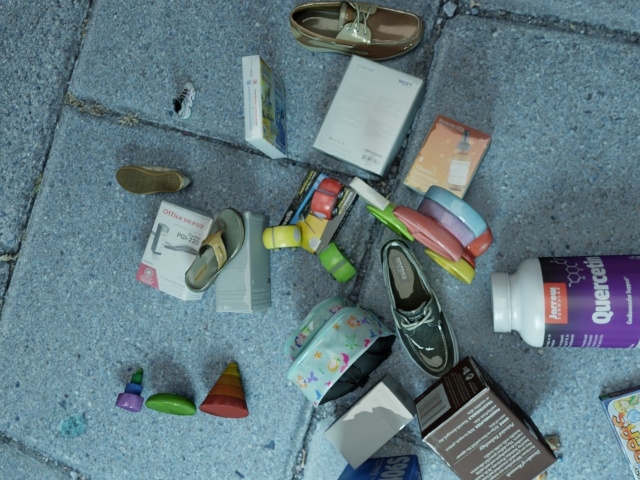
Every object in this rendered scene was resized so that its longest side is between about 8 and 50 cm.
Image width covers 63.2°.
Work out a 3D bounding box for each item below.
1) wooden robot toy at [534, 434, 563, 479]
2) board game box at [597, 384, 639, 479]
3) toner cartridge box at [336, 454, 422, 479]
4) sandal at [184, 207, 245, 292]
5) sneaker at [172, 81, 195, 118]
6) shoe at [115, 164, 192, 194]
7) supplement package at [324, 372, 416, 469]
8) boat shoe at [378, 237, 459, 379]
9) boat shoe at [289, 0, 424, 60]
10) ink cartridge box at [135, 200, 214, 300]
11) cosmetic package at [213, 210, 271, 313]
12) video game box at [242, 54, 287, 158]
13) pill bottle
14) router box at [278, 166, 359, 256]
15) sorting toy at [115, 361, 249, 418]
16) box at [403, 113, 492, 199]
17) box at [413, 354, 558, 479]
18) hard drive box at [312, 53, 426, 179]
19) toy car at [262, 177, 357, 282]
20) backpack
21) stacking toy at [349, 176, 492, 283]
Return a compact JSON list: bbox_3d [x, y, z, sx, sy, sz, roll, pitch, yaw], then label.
[{"bbox_3d":[0.438,0.476,1.086,0.173,0.079,0.076,-44,77,9],"label":"wooden robot toy"},{"bbox_3d":[0.672,0.396,1.047,0.136,0.035,0.201,-23,81,13],"label":"board game box"},{"bbox_3d":[0.103,0.526,1.038,0.165,0.348,0.075,-13,83,14],"label":"toner cartridge box"},{"bbox_3d":[-0.248,0.025,1.182,0.090,0.060,0.219,41,101,16],"label":"sandal"},{"bbox_3d":[-0.360,-0.372,1.356,0.038,0.069,0.098,6,89,15],"label":"sneaker"},{"bbox_3d":[-0.443,-0.161,1.382,0.219,0.058,0.076,7,109,20],"label":"shoe"},{"bbox_3d":[0.115,0.401,1.167,0.179,0.105,0.105,-45,77,9],"label":"supplement package"},{"bbox_3d":[0.203,0.154,1.146,0.121,0.119,0.335,-26,82,13],"label":"boat shoe"},{"bbox_3d":[0.077,-0.497,1.215,0.325,0.116,0.123,5,89,16],"label":"boat shoe"},{"bbox_3d":[-0.352,0.024,1.324,0.159,0.092,0.217,20,91,15],"label":"ink cartridge box"},{"bbox_3d":[-0.187,0.051,1.259,0.107,0.127,0.237,0,89,18],"label":"cosmetic package"},{"bbox_3d":[-0.127,-0.304,1.219,0.048,0.205,0.187,-6,86,11],"label":"video game box"},{"bbox_3d":[0.509,0.121,1.030,0.323,0.181,0.181,-3,87,15],"label":"pill bottle"},{"bbox_3d":[-0.007,-0.067,1.254,0.133,0.046,0.178,30,96,14],"label":"router box"},{"bbox_3d":[-0.343,0.370,1.317,0.366,0.127,0.126,-4,57,18],"label":"sorting toy"},{"bbox_3d":[0.282,-0.170,1.155,0.130,0.091,0.170,27,95,15],"label":"box"},{"bbox_3d":[0.322,0.380,1.054,0.167,0.168,0.203,-43,95,9],"label":"box"},{"bbox_3d":[0.114,-0.284,1.209,0.181,0.089,0.232,26,95,15],"label":"hard drive box"},{"bbox_3d":[0.000,0.000,1.198,0.239,0.053,0.225,-39,80,10],"label":"toy car"},{"bbox_3d":[0.035,0.237,1.120,0.191,0.253,0.225,42,99,14],"label":"backpack"},{"bbox_3d":[0.226,-0.059,1.078,0.280,0.309,0.130,38,90,24],"label":"stacking toy"}]
